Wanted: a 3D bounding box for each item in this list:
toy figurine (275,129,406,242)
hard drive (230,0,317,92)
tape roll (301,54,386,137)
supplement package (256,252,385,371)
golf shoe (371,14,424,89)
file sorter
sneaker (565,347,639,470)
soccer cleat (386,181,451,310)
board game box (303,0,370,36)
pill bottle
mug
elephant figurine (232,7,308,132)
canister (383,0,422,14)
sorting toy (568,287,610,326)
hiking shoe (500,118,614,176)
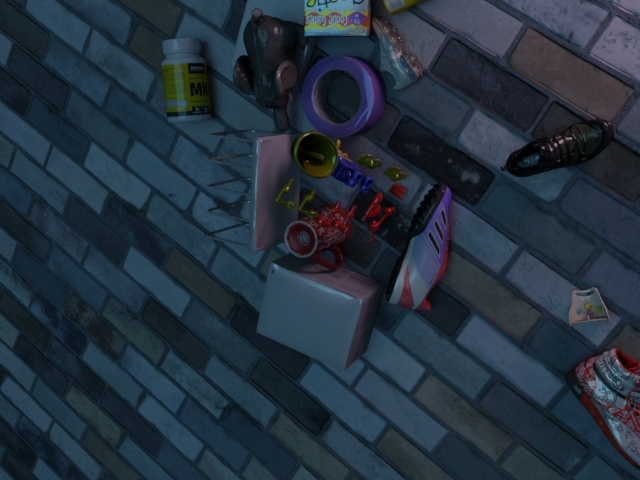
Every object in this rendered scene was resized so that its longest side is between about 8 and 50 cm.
[{"bbox_3d":[0.001,-0.157,1.565,0.217,0.362,0.191,41,107,44],"label":"toy figurine"},{"bbox_3d":[-0.093,-0.543,1.650,0.203,0.040,0.307,27,113,20],"label":"hard drive"},{"bbox_3d":[0.055,-0.340,1.600,0.189,0.080,0.189,7,106,26],"label":"tape roll"},{"bbox_3d":[-0.003,0.173,1.716,0.262,0.145,0.204,21,111,22],"label":"supplement package"},{"bbox_3d":[0.154,-0.425,1.539,0.086,0.069,0.176,-35,84,35],"label":"golf shoe"},{"bbox_3d":[-0.173,-0.137,1.706,0.173,0.193,0.278,13,108,28],"label":"file sorter"},{"bbox_3d":[0.667,0.359,1.445,0.145,0.090,0.270,-44,78,31],"label":"sneaker"},{"bbox_3d":[0.255,0.019,1.583,0.116,0.108,0.318,19,109,-1],"label":"soccer cleat"},{"bbox_3d":[0.040,-0.590,1.484,0.144,0.142,0.275,2,107,7],"label":"board game box"},{"bbox_3d":[-0.353,-0.416,1.770,0.119,0.119,0.208,2,103,27],"label":"pill bottle"},{"bbox_3d":[0.004,-0.008,1.655,0.150,0.169,0.113,45,117,12],"label":"mug"},{"bbox_3d":[-0.114,-0.384,1.567,0.169,0.186,0.239,15,98,62],"label":"elephant figurine"},{"bbox_3d":[0.210,-0.581,1.466,0.170,0.073,0.126,-17,94,31],"label":"canister"},{"bbox_3d":[0.580,0.142,1.468,0.083,0.045,0.075,-12,89,30],"label":"sorting toy"},{"bbox_3d":[0.488,-0.181,1.393,0.227,0.114,0.086,-24,91,30],"label":"hiking shoe"}]
